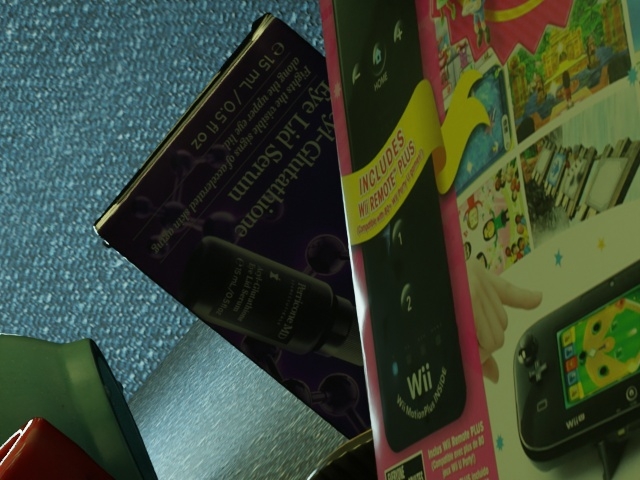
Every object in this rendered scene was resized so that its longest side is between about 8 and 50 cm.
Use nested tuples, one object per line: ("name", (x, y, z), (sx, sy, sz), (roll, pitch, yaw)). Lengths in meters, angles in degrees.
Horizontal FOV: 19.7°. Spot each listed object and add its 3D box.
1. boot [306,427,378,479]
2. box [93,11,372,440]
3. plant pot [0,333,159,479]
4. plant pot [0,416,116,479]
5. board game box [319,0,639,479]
("boot", (0.037, 0.101, 0.787), (0.198, 0.077, 0.137), (-45, 2, 36))
("box", (0.000, 0.000, 1.016), (0.153, 0.207, 0.108), (-52, 6, -3))
("plant pot", (-0.241, 0.195, 1.506), (0.196, 0.293, 0.293), (-24, 5, -3))
("plant pot", (-0.134, 0.208, 0.892), (0.191, 0.174, 0.191), (-51, 5, 6))
("board game box", (0.085, -0.066, 0.485), (0.224, 0.097, 0.303), (139, 129, -59))
